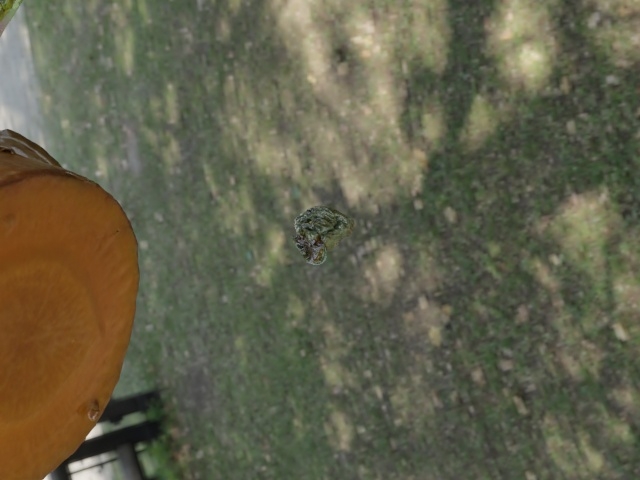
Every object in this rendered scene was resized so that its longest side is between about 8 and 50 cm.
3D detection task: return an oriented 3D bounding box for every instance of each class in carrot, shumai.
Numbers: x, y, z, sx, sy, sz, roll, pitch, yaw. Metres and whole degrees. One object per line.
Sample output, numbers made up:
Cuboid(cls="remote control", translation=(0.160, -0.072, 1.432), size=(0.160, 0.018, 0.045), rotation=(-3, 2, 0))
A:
Cuboid(cls="carrot", translation=(-0.259, 0.068, 0.841), size=(0.100, 0.307, 0.258), rotation=(4, 125, 24))
Cuboid(cls="shumai", translation=(0.000, 0.000, 1.489), size=(0.082, 0.083, 0.080), rotation=(91, -170, -62))

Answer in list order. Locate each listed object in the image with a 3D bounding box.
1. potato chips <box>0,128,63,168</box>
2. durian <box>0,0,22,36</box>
Cuboid(cls="potato chips", translation=(-0.353, -0.036, 1.233), size=(0.201, 0.150, 0.049), rotation=(45, 165, -33))
Cuboid(cls="durian", translation=(-0.443, -0.276, 1.403), size=(0.352, 0.158, 0.169), rotation=(-127, 33, -73))
